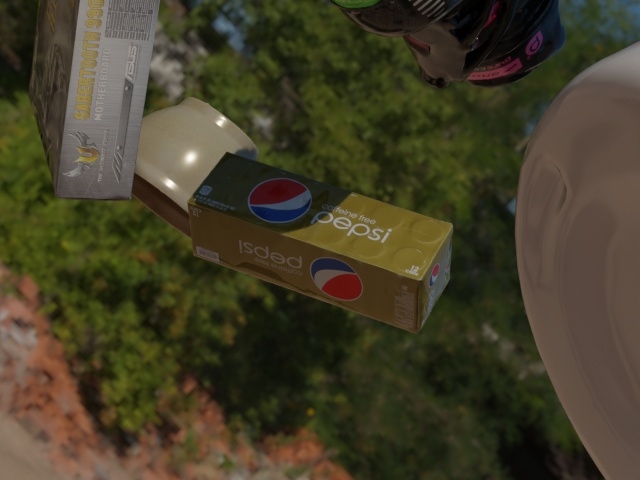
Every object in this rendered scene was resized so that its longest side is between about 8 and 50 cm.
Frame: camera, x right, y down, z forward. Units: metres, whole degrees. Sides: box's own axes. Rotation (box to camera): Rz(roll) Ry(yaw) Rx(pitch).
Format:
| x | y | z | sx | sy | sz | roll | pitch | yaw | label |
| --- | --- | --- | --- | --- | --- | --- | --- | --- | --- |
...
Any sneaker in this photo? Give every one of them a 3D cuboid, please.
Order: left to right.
| x | y | z | sx | sy | sz | roll | pitch | yaw | label |
| --- | --- | --- | --- | --- | --- | --- | --- | --- | --- |
| 0.117 | -0.209 | 1.096 | 0.202 | 0.185 | 0.483 | 66 | 20 | -9 | sneaker |

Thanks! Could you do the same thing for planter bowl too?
| x | y | z | sx | sy | sz | roll | pitch | yaw | label |
| --- | --- | --- | --- | --- | --- | --- | --- | --- | --- |
| -0.132 | -0.078 | 1.540 | 0.162 | 0.109 | 0.162 | 36 | -10 | 7 | planter bowl |

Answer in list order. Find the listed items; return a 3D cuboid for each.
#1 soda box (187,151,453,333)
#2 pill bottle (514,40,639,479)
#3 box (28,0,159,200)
| x | y | z | sx | sy | sz | roll | pitch | yaw | label |
| --- | --- | --- | --- | --- | --- | --- | --- | --- | --- |
| 0.000 | 0.000 | 1.057 | 0.181 | 0.061 | 0.058 | 19 | -41 | 18 | soda box |
| 0.204 | -0.018 | 0.415 | 0.152 | 0.272 | 0.152 | 49 | -29 | 40 | pill bottle |
| -0.160 | -0.169 | 1.061 | 0.056 | 0.231 | 0.183 | 3 | 28 | -18 | box |
